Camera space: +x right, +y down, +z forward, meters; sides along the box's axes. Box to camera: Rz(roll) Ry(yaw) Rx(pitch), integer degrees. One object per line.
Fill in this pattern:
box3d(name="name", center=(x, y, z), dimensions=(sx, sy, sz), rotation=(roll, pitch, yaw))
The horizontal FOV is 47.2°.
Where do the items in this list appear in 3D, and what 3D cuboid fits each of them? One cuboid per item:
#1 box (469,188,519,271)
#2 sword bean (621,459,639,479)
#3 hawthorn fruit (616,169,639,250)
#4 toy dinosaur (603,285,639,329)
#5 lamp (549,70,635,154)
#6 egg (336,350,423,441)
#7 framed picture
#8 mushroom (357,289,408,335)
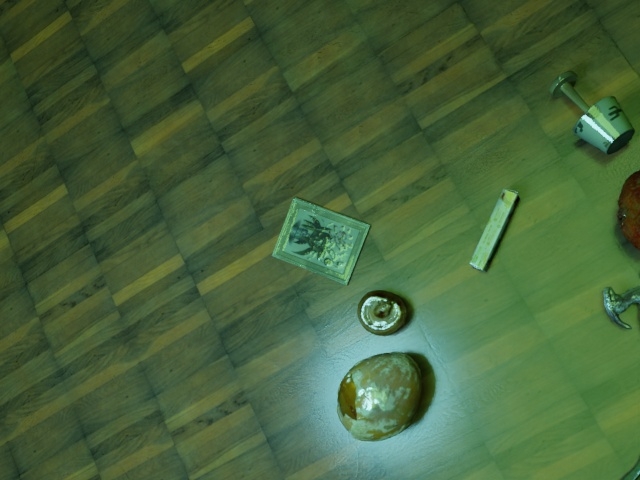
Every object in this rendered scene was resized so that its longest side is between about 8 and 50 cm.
box3d(name="box", center=(0.423, -0.023, 1.774), dimensions=(0.041, 0.050, 0.207), rotation=(25, 91, 21))
box3d(name="sword bean", center=(0.726, 0.472, 1.608), dimensions=(0.043, 0.038, 0.269), rotation=(38, 96, 14))
box3d(name="hawthorn fruit", center=(0.781, -0.066, 1.589), dimensions=(0.253, 0.205, 0.205), rotation=(-4, 81, 10))
box3d(name="toy dinosaur", center=(0.777, 0.159, 1.616), dimensions=(0.294, 0.077, 0.162), rotation=(30, 93, 24))
box3d(name="lamp", center=(0.629, -0.303, 1.711), dimensions=(0.121, 0.121, 0.215), rotation=(-37, 64, 10))
box3d(name="egg", center=(0.142, 0.369, 1.740), dimensions=(0.195, 0.195, 0.233), rotation=(43, 100, 19))
box3d(name="framed picture", center=(0.000, 0.000, 1.934), dimensions=(0.231, 0.010, 0.173), rotation=(20, 89, 20))
box3d(name="mushroom", center=(0.154, 0.178, 1.820), dimensions=(0.126, 0.085, 0.109), rotation=(28, 127, 18))
